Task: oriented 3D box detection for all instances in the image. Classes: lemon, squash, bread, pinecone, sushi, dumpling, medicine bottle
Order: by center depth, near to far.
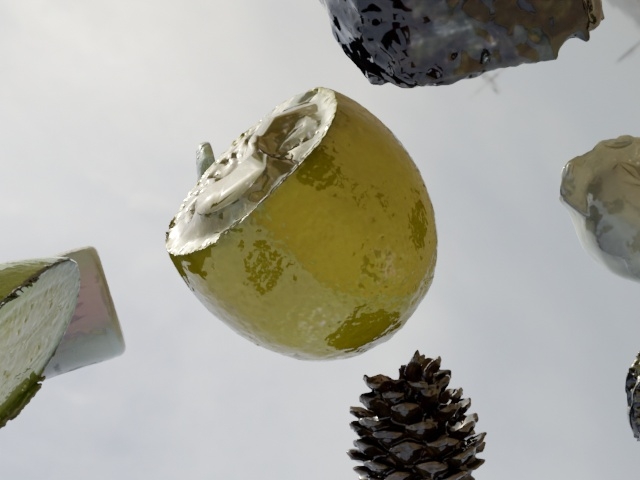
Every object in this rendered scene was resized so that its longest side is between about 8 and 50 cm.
[{"bbox_3d":[0.113,-0.328,1.167,0.281,0.299,0.294,-78,-32,-49],"label":"sushi"},{"bbox_3d":[-0.412,0.140,1.522,0.309,0.234,0.210,-10,-145,-45],"label":"squash"},{"bbox_3d":[0.121,0.255,1.548,0.204,0.184,0.179,63,177,-12],"label":"pinecone"},{"bbox_3d":[0.000,0.000,1.566,0.364,0.364,0.364,41,-158,-20],"label":"lemon"},{"bbox_3d":[0.454,-0.037,1.615,0.258,0.193,0.147,50,179,-3],"label":"dumpling"},{"bbox_3d":[-0.179,-0.083,1.835,0.112,0.036,0.193,-107,11,-49],"label":"bread"},{"bbox_3d":[-0.559,0.160,2.078,0.219,0.388,0.219,162,90,-79],"label":"medicine bottle"}]

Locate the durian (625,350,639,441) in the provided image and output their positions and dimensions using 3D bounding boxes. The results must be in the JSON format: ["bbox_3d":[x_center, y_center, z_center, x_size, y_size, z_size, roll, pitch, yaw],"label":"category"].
[{"bbox_3d":[0.408,0.187,1.285,0.237,0.137,0.193,19,-109,-60],"label":"durian"}]
